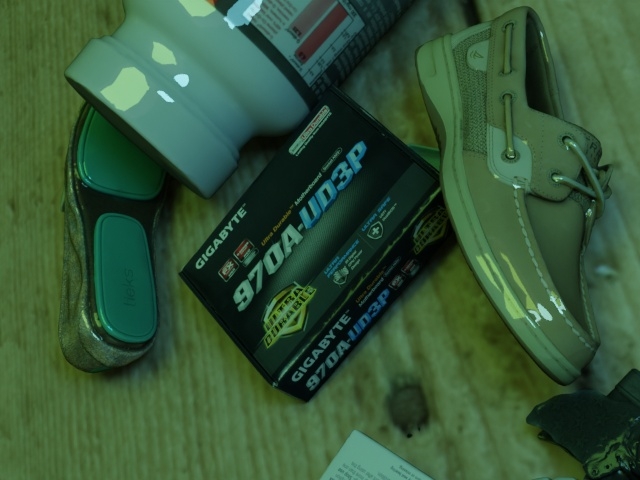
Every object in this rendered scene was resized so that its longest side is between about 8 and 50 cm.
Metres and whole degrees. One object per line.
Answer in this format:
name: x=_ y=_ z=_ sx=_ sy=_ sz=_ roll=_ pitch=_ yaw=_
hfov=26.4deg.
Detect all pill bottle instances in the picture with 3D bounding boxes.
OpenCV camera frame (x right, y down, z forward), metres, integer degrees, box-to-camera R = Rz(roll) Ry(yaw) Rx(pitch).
pill bottle: x=-0.045 y=-0.225 z=1.227 sx=0.363 sy=0.210 sz=0.210 roll=-49 pitch=48 yaw=-6

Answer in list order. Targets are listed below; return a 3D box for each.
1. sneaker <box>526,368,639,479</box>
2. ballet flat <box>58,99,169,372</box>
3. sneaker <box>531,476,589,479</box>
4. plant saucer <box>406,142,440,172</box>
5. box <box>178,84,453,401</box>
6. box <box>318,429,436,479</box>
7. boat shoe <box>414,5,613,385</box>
sneaker: x=0.219 y=0.152 z=0.938 sx=0.089 sy=0.051 sz=0.170 roll=-42 pitch=43 yaw=4
ballet flat: x=-0.208 y=-0.017 z=1.296 sx=0.106 sy=0.107 sz=0.316 roll=-40 pitch=39 yaw=45
sneaker: x=0.219 y=0.239 z=0.849 sx=0.297 sy=0.111 sz=0.129 roll=21 pitch=80 yaw=41
plant saucer: x=0.137 y=-0.034 z=1.128 sx=0.192 sy=0.018 sz=0.067 roll=15 pitch=72 yaw=38
box: x=0.000 y=0.000 z=1.160 sx=0.220 sy=0.051 sz=0.175 roll=-50 pitch=47 yaw=6
box: x=0.045 y=0.231 z=0.988 sx=0.126 sy=0.072 sz=0.137 roll=29 pitch=80 yaw=41
boat shoe: x=0.158 y=-0.051 z=1.031 sx=0.110 sy=0.121 sz=0.341 roll=-27 pitch=50 yaw=18
